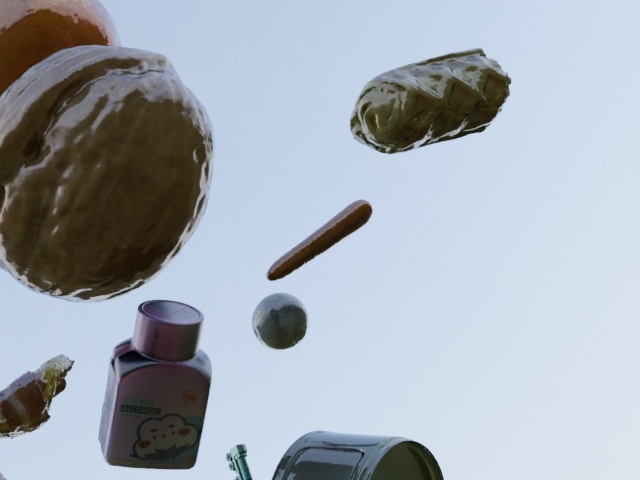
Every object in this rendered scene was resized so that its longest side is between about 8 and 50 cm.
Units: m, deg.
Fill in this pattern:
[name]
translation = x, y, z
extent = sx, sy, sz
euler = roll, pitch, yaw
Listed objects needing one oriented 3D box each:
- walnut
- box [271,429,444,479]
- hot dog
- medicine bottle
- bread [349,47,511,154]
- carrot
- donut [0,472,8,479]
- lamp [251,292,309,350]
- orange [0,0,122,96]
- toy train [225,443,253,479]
[walnut]
translation = -0.279, -0.086, 1.429
extent = 0.333, 0.333, 0.333
euler = -23, -36, -19
[box]
translation = 0.051, 0.368, 1.533
extent = 0.149, 0.226, 0.226
euler = -3, -15, 36
[hot dog]
translation = -0.539, 0.304, 2.096
extent = 0.261, 0.093, 0.123
euler = -39, -9, -23
[medicine bottle]
translation = -0.194, 0.171, 1.383
extent = 0.119, 0.094, 0.188
euler = 7, -74, -17
[bread]
translation = 0.163, -0.209, 1.781
extent = 0.268, 0.130, 0.152
euler = -18, -5, -34
[carrot]
translation = 0.000, 0.000, 1.820
extent = 0.248, 0.043, 0.043
euler = -35, -29, -37
[donut]
translation = -0.525, 0.532, 1.965
extent = 0.163, 0.378, 0.435
euler = -42, -39, -23
[lamp]
translation = -0.071, 0.145, 2.065
extent = 0.105, 0.105, 0.105
euler = -23, -36, -19
[orange]
translation = -0.410, -0.252, 1.658
extent = 0.261, 0.261, 0.261
euler = -23, -36, -19
[toy train]
translation = -0.137, 0.404, 2.044
extent = 0.029, 0.092, 0.045
euler = 3, -37, -39
